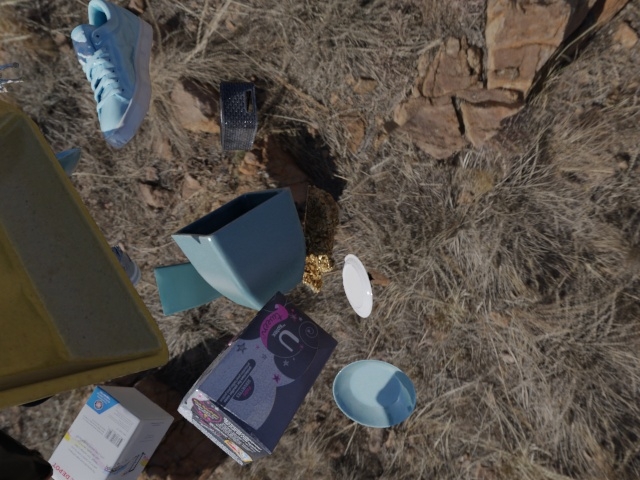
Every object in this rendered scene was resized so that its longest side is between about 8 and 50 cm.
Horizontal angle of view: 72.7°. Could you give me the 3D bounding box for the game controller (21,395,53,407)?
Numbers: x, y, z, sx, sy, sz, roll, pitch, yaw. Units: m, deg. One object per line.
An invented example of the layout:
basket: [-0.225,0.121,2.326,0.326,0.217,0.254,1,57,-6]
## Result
game controller: [-0.633,0.264,1.085,0.319,0.067,0.166,-35,91,-15]

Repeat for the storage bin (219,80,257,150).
storage bin: [-0.218,-0.320,1.132,0.084,0.180,0.122,-4,80,-15]

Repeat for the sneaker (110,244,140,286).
sneaker: [-0.501,0.092,0.842,0.281,0.115,0.105,-35,61,-28]

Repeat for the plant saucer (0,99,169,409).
plant saucer: [-0.306,-0.008,0.287,0.081,0.332,0.333,-41,74,10]

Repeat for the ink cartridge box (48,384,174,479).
ink cartridge box: [-0.553,0.536,1.157,0.171,0.168,0.233,26,77,20]

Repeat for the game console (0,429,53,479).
game console: [-0.499,0.170,0.383,0.386,0.342,0.060,26,89,12]

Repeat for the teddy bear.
teddy bear: [0.000,0.000,1.331,0.113,0.245,0.338,5,107,-5]

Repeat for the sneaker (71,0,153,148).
sneaker: [-0.448,-0.355,0.904,0.135,0.150,0.366,-32,55,32]

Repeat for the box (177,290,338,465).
box: [-0.108,0.244,0.799,0.163,0.247,0.142,41,136,-1]

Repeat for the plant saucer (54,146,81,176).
plant saucer: [-0.618,-0.103,0.852,0.317,0.318,0.044,-12,117,18]

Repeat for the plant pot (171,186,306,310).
plant pot: [-0.180,0.034,1.125,0.247,0.248,0.252,2,122,53]

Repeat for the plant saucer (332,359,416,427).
plant saucer: [0.128,0.353,1.028,0.195,0.037,0.195,4,111,11]

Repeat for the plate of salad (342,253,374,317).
plate of salad: [0.120,0.138,1.344,0.048,0.200,0.200,-11,88,-20]

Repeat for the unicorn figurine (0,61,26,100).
unicorn figurine: [-0.624,-0.301,0.823,0.111,0.162,0.060,-8,108,5]

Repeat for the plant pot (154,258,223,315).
plant pot: [-0.428,0.143,1.519,0.234,0.165,0.166,-11,94,-8]
